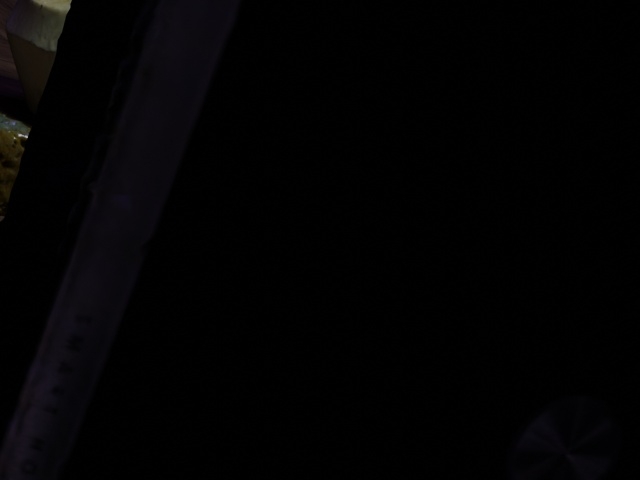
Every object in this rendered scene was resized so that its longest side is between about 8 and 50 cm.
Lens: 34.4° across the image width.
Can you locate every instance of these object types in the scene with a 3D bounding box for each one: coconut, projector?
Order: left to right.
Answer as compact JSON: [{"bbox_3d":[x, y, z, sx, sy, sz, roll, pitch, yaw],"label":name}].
[{"bbox_3d":[-0.273,-0.234,1.316,0.241,0.241,0.241,24,14,-6],"label":"coconut"},{"bbox_3d":[0.062,0.037,0.489,0.405,0.395,0.242,16,14,-22],"label":"projector"}]

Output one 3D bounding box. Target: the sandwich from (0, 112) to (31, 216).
[{"bbox_3d":[-0.406,-0.097,0.793,0.271,0.099,0.301,30,15,17],"label":"sandwich"}]
